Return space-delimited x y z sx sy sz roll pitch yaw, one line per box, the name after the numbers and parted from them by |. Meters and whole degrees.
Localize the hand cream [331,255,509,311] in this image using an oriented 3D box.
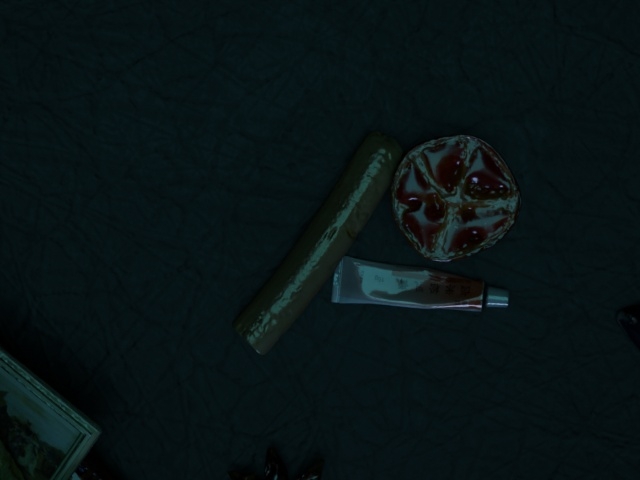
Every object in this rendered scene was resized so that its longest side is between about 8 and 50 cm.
0.122 0.056 1.846 0.216 0.038 0.052 6 68 3 | hand cream

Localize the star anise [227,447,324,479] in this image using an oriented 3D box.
-0.045 0.331 1.858 0.167 0.057 0.168 0 93 -9 | star anise

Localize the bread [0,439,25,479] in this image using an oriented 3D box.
-0.450 0.302 1.782 0.196 0.102 0.138 -21 121 19 | bread

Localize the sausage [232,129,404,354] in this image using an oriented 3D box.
0.001 0.001 1.825 0.066 0.066 0.301 35 96 -3 | sausage

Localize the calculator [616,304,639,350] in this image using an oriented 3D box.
0.504 0.124 1.848 0.268 0.040 0.177 36 96 -7 | calculator

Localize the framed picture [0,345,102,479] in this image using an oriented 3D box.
-0.403 0.201 1.796 0.274 0.017 0.217 37 127 4 | framed picture

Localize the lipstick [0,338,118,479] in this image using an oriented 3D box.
-0.337 0.231 1.838 0.077 0.077 0.418 -40 95 3 | lipstick

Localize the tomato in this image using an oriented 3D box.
0.155 -0.055 1.814 0.155 0.069 0.156 0 98 -1 | tomato
